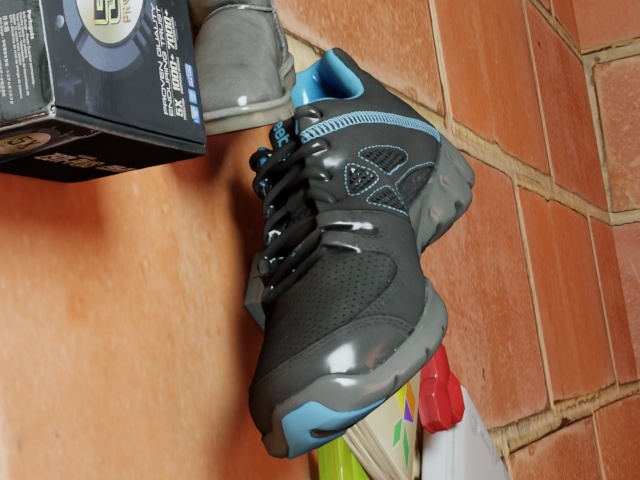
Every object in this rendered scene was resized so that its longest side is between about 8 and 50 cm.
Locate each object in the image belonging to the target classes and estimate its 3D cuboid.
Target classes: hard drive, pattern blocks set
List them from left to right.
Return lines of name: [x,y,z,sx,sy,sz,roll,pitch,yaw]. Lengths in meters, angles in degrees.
pattern blocks set: [0.031,0.088,1.031,0.285,0.026,0.325,-74,145,-52]
hard drive: [0.129,0.305,1.197,0.203,0.040,0.308,61,26,-44]

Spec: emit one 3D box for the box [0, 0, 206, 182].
box: [-0.124,-0.124,0.619,0.147,0.077,0.180,9,71,-70]

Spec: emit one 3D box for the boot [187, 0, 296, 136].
boot: [-0.068,-0.175,0.824,0.190,0.076,0.209,-91,172,-71]

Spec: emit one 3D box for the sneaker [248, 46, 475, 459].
sneaker: [0.000,0.000,0.851,0.140,0.125,0.341,49,25,-16]
